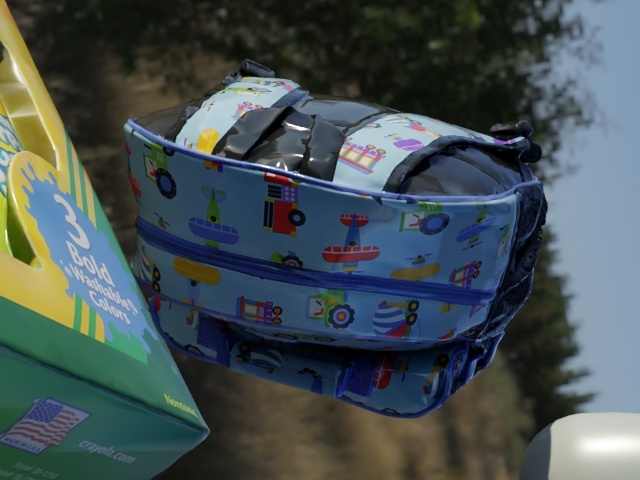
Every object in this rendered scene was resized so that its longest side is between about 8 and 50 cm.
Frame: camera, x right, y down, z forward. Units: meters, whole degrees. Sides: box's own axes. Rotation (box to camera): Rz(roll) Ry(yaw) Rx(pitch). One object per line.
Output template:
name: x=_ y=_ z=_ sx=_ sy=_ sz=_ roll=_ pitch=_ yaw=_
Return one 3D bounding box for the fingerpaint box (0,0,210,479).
fingerpaint box: x=-0.282 y=-0.069 z=0.738 sx=0.445 sy=0.163 sz=0.371 roll=34 pitch=23 yaw=-56

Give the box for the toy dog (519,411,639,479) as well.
toy dog: x=0.262 y=0.132 z=0.735 sx=0.220 sy=0.333 sz=0.161 roll=-59 pitch=160 yaw=-31

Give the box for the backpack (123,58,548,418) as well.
backpack: x=0.000 y=0.000 z=0.652 sx=0.173 sy=0.158 sz=0.117 roll=-25 pitch=128 yaw=-75
